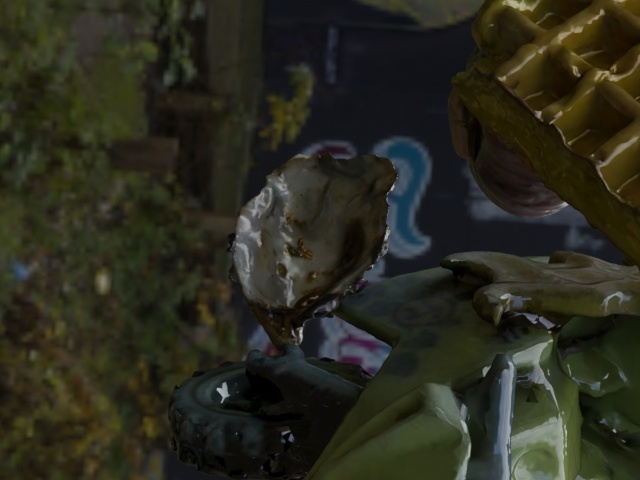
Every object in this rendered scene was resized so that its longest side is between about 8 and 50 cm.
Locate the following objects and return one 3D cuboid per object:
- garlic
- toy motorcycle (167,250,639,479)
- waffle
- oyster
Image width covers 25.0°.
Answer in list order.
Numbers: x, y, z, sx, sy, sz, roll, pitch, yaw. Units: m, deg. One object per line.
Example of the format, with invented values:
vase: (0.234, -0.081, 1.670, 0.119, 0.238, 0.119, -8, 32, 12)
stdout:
garlic: (0.202, -0.140, 1.382, 0.245, 0.160, 0.245, 11, 90, -75)
toy motorcycle: (0.127, 0.094, 0.829, 0.237, 0.410, 0.168, -134, -143, -61)
waffle: (0.205, -0.092, 0.740, 0.229, 0.219, 0.057, 50, -17, 35)
oyster: (-0.007, 0.007, 0.884, 0.148, 0.103, 0.051, -59, 146, -36)
